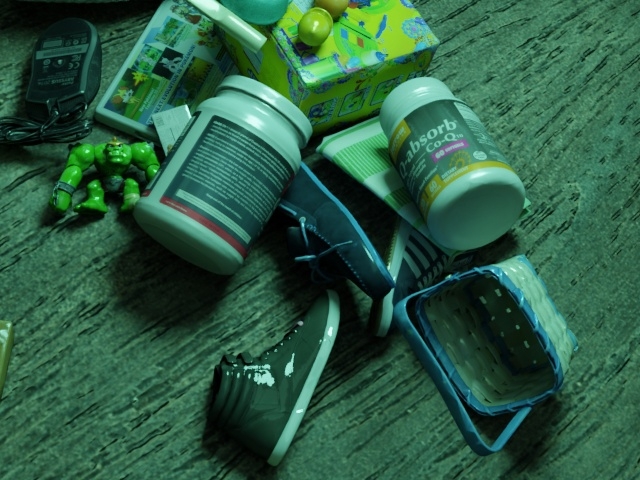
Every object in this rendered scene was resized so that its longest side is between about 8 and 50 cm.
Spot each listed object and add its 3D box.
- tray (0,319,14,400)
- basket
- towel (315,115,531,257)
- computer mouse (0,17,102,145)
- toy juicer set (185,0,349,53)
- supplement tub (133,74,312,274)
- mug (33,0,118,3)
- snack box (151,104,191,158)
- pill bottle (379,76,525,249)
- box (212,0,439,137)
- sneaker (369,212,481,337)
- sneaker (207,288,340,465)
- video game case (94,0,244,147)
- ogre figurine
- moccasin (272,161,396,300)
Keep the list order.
[{"bbox_3d":[-0.557,0.293,1.296,0.203,0.076,0.411,8,58,-10],"label":"tray"},{"bbox_3d":[0.254,0.165,1.480,0.289,0.201,0.255,-23,83,-52],"label":"basket"},{"bbox_3d":[0.180,-0.110,1.676,0.248,0.038,0.325,-26,57,-40],"label":"towel"},{"bbox_3d":[-0.441,-0.259,1.641,0.188,0.072,0.272,-2,58,13],"label":"computer mouse"},{"bbox_3d":[-0.088,-0.379,1.554,0.329,0.089,0.209,-36,86,-37],"label":"toy juicer set"},{"bbox_3d":[-0.150,-0.101,1.522,0.191,0.191,0.272,29,77,3],"label":"supplement tub"},{"bbox_3d":[-0.361,-0.549,1.676,0.328,0.374,0.276,-4,106,-23],"label":"mug"},{"bbox_3d":[-0.226,-0.138,1.630,0.064,0.022,0.178,-19,81,-12],"label":"snack box"},{"bbox_3d":[0.202,-0.130,1.554,0.162,0.162,0.278,-8,46,-18],"label":"pill bottle"},{"bbox_3d":[0.004,-0.366,1.716,0.279,0.177,0.290,-22,68,-23],"label":"box"},{"bbox_3d":[0.179,0.052,1.610,0.153,0.099,0.282,19,55,-1],"label":"sneaker"},{"bbox_3d":[-0.074,0.178,1.467,0.147,0.104,0.296,26,62,-5],"label":"sneaker"},{"bbox_3d":[-0.200,-0.284,1.745,0.300,0.036,0.329,23,58,-1],"label":"video game case"},{"bbox_3d":[-0.340,-0.104,1.574,0.197,0.097,0.118,-6,80,-1],"label":"ogre figurine"},{"bbox_3d":[0.000,0.000,1.562,0.117,0.138,0.342,-35,42,-6],"label":"moccasin"}]
